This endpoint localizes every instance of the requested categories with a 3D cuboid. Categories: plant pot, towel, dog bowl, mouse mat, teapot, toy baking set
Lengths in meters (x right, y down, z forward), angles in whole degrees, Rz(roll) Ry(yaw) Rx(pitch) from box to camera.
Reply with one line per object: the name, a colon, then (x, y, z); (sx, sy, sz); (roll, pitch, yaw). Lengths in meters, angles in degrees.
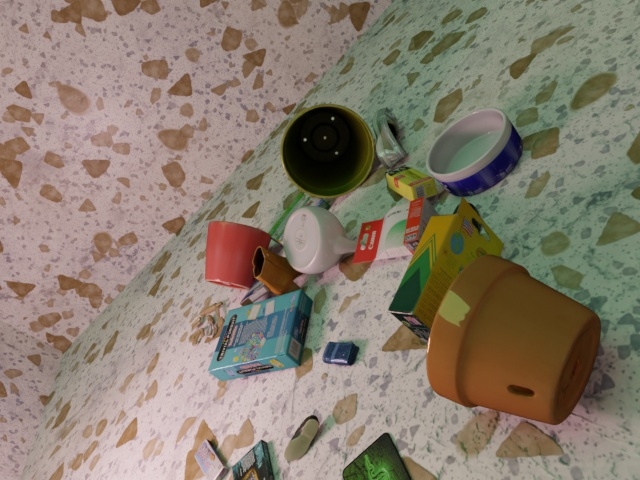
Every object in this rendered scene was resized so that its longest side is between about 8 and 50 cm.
plant pot: (-0.363, 0.071, 2.035); (0.275, 0.275, 0.243); (-5, 70, 53)
towel: (0.053, 0.321, 1.376); (0.119, 0.029, 0.067); (-10, 47, 50)
dog bowl: (0.455, -0.262, 1.444); (0.265, 0.104, 0.265); (-35, 30, 25)
plant pot: (0.359, 0.190, 0.871); (0.203, 0.291, 0.291); (19, 70, 43)
plant pot: (0.023, -0.401, 2.028); (0.366, 0.366, 0.353); (-42, 17, 13)
mouse mat: (0.124, 0.528, 1.044); (0.152, 0.007, 0.189); (-45, 29, 7)
teapot: (0.000, 0.000, 1.696); (0.252, 0.187, 0.256); (-49, 52, 37)
toy baking set: (-0.485, 0.358, 2.108); (0.256, 0.030, 0.196); (-31, 36, 31)

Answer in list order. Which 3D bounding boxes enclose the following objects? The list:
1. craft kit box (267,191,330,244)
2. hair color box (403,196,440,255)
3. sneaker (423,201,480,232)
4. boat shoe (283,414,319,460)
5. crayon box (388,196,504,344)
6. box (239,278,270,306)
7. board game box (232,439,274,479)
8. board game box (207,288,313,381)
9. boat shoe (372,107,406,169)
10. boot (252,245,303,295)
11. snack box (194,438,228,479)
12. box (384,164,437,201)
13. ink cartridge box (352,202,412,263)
craft kit box: (-0.098, -0.082, 2.068); (0.250, 0.061, 0.247); (-52, 30, -6)
hair color box: (0.294, -0.034, 1.401); (0.053, 0.093, 0.167); (-20, 39, 38)
sneaker: (0.351, -0.035, 1.286); (0.087, 0.130, 0.227); (-8, 46, 49)
boat shoe: (-0.048, 0.517, 1.266); (0.133, 0.049, 0.042); (-55, 0, 3)
crayon box: (0.304, 0.083, 1.131); (0.081, 0.202, 0.318); (-4, 51, 54)
box: (-0.228, 0.171, 1.914); (0.136, 0.036, 0.225); (-36, 13, 23)
board game box: (-0.180, 0.650, 1.305); (0.126, 0.026, 0.186); (-45, 28, 7)
board game box: (-0.200, 0.322, 1.636); (0.336, 0.079, 0.253); (-19, 39, 30)
boat shoe: (0.274, -0.412, 1.886); (0.103, 0.118, 0.320); (-25, 40, 28)
boot: (-0.149, 0.077, 1.773); (0.104, 0.211, 0.295); (-35, 31, 24)
snack box: (-0.340, 0.685, 1.496); (0.064, 0.022, 0.178); (-56, 29, -11)
box: (0.291, -0.189, 1.586); (0.087, 0.058, 0.232); (-21, 23, -5)
ink cartridge box: (0.204, -0.024, 1.515); (0.225, 0.056, 0.181); (-9, 46, 30)
